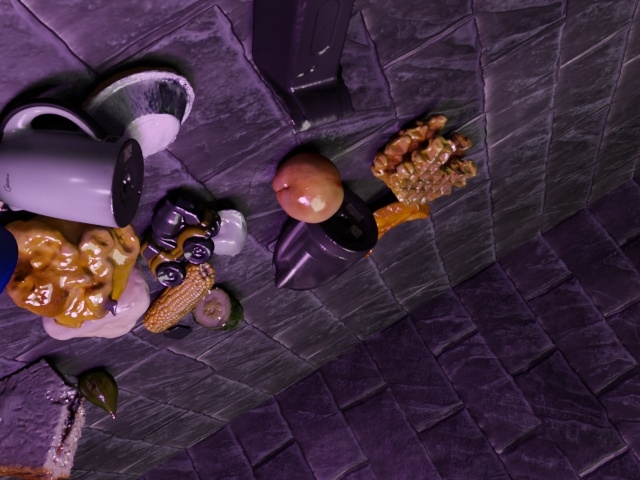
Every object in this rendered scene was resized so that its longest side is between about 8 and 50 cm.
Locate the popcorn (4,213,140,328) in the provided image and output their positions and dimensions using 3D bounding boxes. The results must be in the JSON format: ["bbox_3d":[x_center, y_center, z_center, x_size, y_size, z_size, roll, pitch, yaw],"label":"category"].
[{"bbox_3d":[-0.524,0.065,1.614,0.316,0.281,0.297,-22,141,-50],"label":"popcorn"}]

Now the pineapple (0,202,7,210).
[{"bbox_3d":[-0.656,-0.098,1.388,0.221,0.047,0.221,-29,159,-13],"label":"pineapple"}]

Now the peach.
[{"bbox_3d":[-0.031,-0.133,1.894,0.184,0.184,0.184,-25,156,-12],"label":"peach"}]

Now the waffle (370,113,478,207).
[{"bbox_3d":[0.299,-0.220,2.146,0.261,0.151,0.324,-34,154,20],"label":"waffle"}]

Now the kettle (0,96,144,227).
[{"bbox_3d":[-0.452,-0.142,1.337,0.236,0.161,0.221,8,119,5],"label":"kettle"}]

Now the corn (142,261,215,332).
[{"bbox_3d":[-0.393,0.159,2.145,0.101,0.101,0.310,-1,142,-49],"label":"corn"}]

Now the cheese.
[{"bbox_3d":[-0.516,0.139,1.862,0.248,0.173,0.251,-27,157,14],"label":"cheese"}]

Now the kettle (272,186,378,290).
[{"bbox_3d":[0.000,0.000,2.199,0.324,0.228,0.321,-45,-175,41],"label":"kettle"}]

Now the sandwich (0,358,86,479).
[{"bbox_3d":[-0.798,0.493,2.105,0.262,0.325,0.131,0,152,16],"label":"sandwich"}]

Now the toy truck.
[{"bbox_3d":[-0.352,-0.009,1.821,0.165,0.147,0.224,37,122,-23],"label":"toy truck"}]

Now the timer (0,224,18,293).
[{"bbox_3d":[-0.700,-0.038,1.191,0.270,0.270,0.383,-30,130,-2],"label":"timer"}]

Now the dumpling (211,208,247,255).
[{"bbox_3d":[-0.257,-0.008,1.959,0.153,0.108,0.219,-21,152,-21],"label":"dumpling"}]

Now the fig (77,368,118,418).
[{"bbox_3d":[-0.675,0.478,2.363,0.117,0.177,0.117,-38,151,-25],"label":"fig"}]

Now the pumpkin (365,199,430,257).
[{"bbox_3d":[0.205,-0.054,2.419,0.290,0.095,0.258,-31,165,16],"label":"pumpkin"}]

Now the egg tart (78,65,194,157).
[{"bbox_3d":[-0.340,-0.229,1.435,0.234,0.094,0.234,-27,156,-13],"label":"egg tart"}]

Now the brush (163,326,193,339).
[{"bbox_3d":[-0.479,0.288,2.409,0.063,0.016,0.193,-36,157,12],"label":"brush"}]

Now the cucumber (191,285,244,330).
[{"bbox_3d":[-0.299,0.230,2.381,0.134,0.134,0.244,-32,160,3],"label":"cucumber"}]

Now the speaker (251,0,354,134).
[{"bbox_3d":[-0.008,-0.397,1.372,0.180,0.184,0.388,-22,154,-19],"label":"speaker"}]
